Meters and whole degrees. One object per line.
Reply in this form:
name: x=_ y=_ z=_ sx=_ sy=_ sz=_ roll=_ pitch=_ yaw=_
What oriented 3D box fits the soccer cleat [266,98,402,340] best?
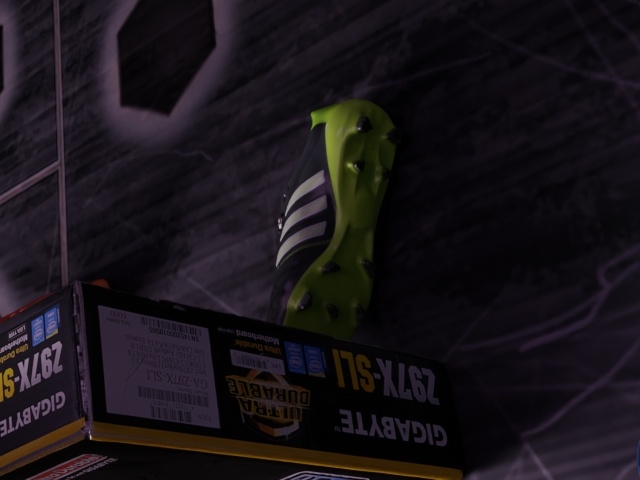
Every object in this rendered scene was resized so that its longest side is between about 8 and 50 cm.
soccer cleat: x=0.000 y=0.000 z=0.761 sx=0.072 sy=0.060 sz=0.179 roll=4 pitch=75 yaw=55

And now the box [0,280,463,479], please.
box: x=-0.124 y=0.130 z=0.700 sx=0.322 sy=0.257 sz=0.079 roll=-26 pitch=62 yaw=36

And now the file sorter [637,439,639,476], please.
file sorter: x=0.213 y=0.074 z=0.445 sx=0.104 sy=0.170 sz=0.118 roll=38 pitch=106 yaw=46

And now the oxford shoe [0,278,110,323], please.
oxford shoe: x=-0.270 y=0.162 z=0.960 sx=0.364 sy=0.130 sz=0.132 roll=-39 pitch=87 yaw=22
